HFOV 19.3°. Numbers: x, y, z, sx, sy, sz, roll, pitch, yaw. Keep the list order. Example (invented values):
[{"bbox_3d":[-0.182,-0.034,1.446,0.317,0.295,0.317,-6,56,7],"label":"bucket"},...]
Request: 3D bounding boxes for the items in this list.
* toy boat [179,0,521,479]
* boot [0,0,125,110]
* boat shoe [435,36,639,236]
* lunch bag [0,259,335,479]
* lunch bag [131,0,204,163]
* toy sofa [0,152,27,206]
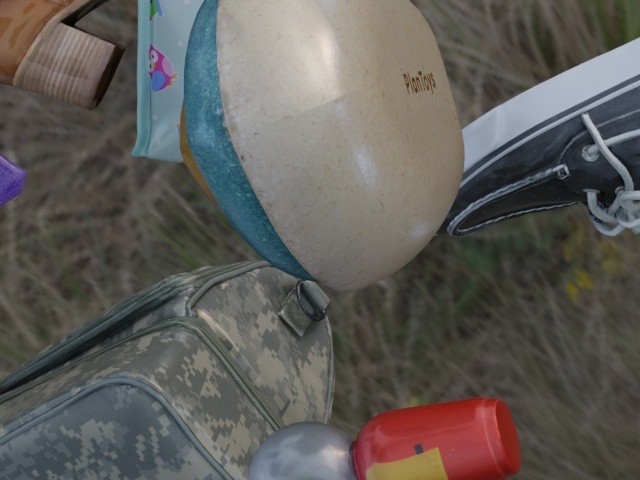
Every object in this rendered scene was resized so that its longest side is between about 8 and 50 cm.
[{"bbox_3d":[0.000,0.000,1.020,0.148,0.267,0.318,-15,86,17],"label":"toy boat"},{"bbox_3d":[-0.174,-0.194,1.178,0.152,0.073,0.197,25,84,1],"label":"boot"},{"bbox_3d":[0.201,-0.060,1.247,0.306,0.113,0.105,-25,74,9],"label":"boat shoe"},{"bbox_3d":[-0.144,0.158,1.561,0.305,0.212,0.256,-29,15,34],"label":"lunch bag"},{"bbox_3d":[-0.040,-0.194,1.625,0.223,0.160,0.262,9,108,11],"label":"lunch bag"},{"bbox_3d":[-0.425,-0.001,1.530,0.362,0.177,0.150,-33,16,15],"label":"toy sofa"}]
